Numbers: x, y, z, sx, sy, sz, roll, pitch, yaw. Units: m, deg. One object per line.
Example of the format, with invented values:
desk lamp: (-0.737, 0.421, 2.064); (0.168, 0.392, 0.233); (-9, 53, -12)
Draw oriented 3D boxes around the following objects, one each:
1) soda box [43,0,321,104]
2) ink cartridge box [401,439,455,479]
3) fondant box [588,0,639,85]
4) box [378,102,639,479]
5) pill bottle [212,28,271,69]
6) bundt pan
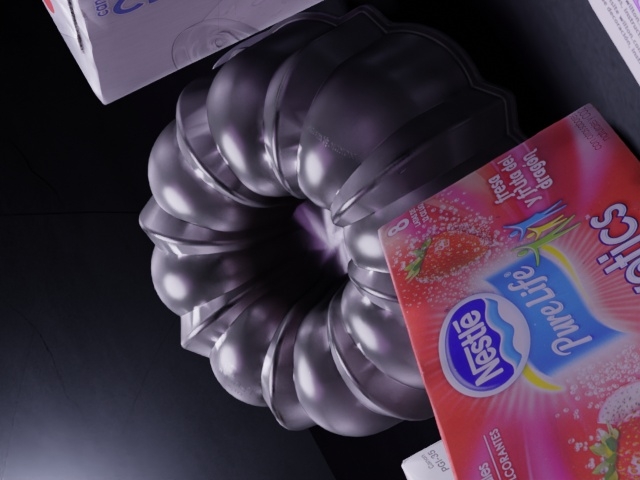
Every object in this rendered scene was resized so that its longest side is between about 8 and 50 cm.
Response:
soda box: (0.027, -0.161, 0.384); (0.098, 0.286, 0.091); (59, 167, 11)
ink cartridge box: (0.209, 0.355, 1.147); (0.207, 0.117, 0.283); (46, 160, 58)
fondant box: (0.219, -0.047, 0.278); (0.238, 0.096, 0.330); (60, 169, 6)
box: (0.143, 0.082, 0.527); (0.154, 0.142, 0.300); (53, -168, -29)
pill bottle: (0.014, -0.038, 1.000); (0.169, 0.169, 0.302); (42, 156, 60)
bundt pan: (0.000, 0.000, 0.816); (0.330, 0.124, 0.331); (11, 112, 29)
